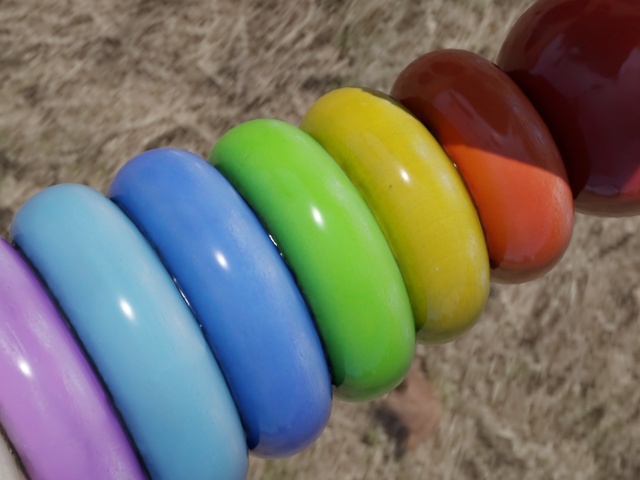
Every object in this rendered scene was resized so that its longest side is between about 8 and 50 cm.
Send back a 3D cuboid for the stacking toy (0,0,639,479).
[{"bbox_3d":[0.000,0.000,0.622,0.330,0.141,0.141,-30,107,-15],"label":"stacking toy"}]
